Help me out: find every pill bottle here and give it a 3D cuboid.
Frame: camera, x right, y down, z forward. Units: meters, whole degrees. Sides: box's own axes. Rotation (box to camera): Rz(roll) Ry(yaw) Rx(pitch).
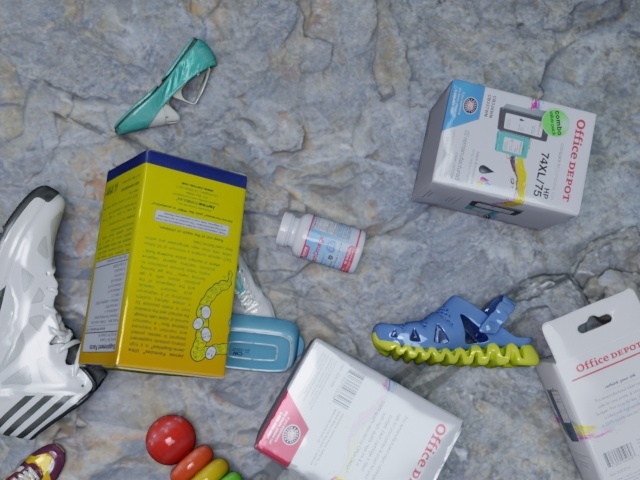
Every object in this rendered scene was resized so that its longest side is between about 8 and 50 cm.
[{"bbox_3d":[0.000,0.000,1.449,0.160,0.087,0.087,17,81,-1],"label":"pill bottle"}]

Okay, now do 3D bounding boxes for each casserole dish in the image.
[{"bbox_3d":[-0.124,0.195,1.412,0.188,0.037,0.114,6,116,-3],"label":"casserole dish"}]

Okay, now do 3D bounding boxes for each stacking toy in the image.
[{"bbox_3d":[-0.188,0.448,1.367,0.141,0.141,0.330,-41,80,-8],"label":"stacking toy"}]

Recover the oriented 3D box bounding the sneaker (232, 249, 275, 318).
[{"bbox_3d":[-0.150,0.089,1.423,0.080,0.094,0.212,-28,85,-8],"label":"sneaker"}]

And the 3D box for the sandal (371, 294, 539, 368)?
[{"bbox_3d":[0.249,0.168,1.434,0.317,0.126,0.138,3,78,-12],"label":"sandal"}]

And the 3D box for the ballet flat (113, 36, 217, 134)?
[{"bbox_3d":[-0.287,-0.277,1.474,0.087,0.083,0.247,41,83,-12],"label":"ballet flat"}]

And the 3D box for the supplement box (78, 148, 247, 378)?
[{"bbox_3d":[-0.271,0.051,1.326,0.195,0.194,0.356,13,76,-33],"label":"supplement box"}]

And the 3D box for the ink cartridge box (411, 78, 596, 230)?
[{"bbox_3d":[0.337,-0.152,1.437,0.270,0.197,0.198,13,82,-3],"label":"ink cartridge box"}]

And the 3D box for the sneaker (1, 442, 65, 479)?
[{"bbox_3d":[-0.532,0.438,1.355,0.069,0.084,0.185,44,82,3],"label":"sneaker"}]

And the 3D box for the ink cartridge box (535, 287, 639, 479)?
[{"bbox_3d":[0.545,0.287,1.431,0.207,0.119,0.353,-20,85,-6],"label":"ink cartridge box"}]

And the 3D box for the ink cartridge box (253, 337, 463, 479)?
[{"bbox_3d":[0.064,0.346,1.385,0.306,0.131,0.226,31,81,-1],"label":"ink cartridge box"}]

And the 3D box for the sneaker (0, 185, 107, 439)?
[{"bbox_3d":[-0.486,0.142,1.383,0.257,0.169,0.447,21,87,-11],"label":"sneaker"}]
